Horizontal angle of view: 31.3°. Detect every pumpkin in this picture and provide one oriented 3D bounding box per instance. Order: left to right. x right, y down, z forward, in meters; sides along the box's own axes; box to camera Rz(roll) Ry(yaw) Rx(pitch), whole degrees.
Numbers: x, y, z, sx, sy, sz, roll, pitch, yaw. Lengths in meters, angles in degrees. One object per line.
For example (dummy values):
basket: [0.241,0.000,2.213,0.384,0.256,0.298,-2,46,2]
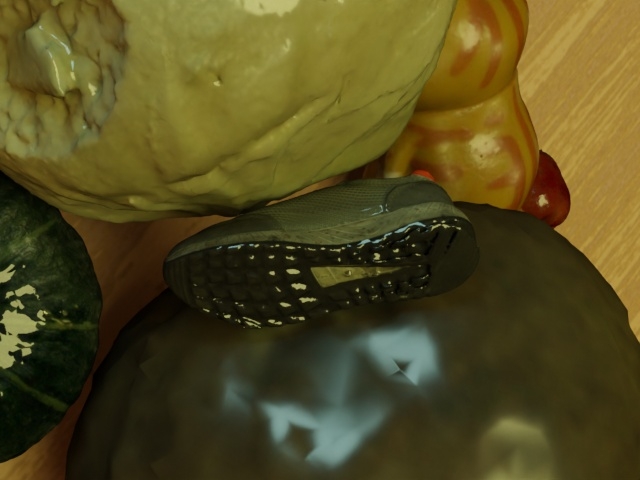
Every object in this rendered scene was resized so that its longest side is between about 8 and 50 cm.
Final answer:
pumpkin: [-0.254,0.051,0.780,0.211,0.152,0.212,0,83,-3]

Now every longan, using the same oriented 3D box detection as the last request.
longan: [0.040,0.184,0.854,0.435,0.404,0.404,-17,106,-12]

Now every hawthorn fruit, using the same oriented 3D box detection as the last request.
hawthorn fruit: [0.210,-0.053,1.155,0.081,0.081,0.093,19,55,-36]

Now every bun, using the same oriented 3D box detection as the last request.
bun: [-0.060,-0.120,0.762,0.364,0.364,0.202,-23,96,-32]

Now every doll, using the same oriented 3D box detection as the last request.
doll: [0.108,-0.121,0.990,0.167,0.162,0.270,-52,136,-43]

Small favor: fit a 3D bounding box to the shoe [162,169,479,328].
shoe: [-0.002,0.000,0.721,0.194,0.077,0.074,-8,132,-3]
